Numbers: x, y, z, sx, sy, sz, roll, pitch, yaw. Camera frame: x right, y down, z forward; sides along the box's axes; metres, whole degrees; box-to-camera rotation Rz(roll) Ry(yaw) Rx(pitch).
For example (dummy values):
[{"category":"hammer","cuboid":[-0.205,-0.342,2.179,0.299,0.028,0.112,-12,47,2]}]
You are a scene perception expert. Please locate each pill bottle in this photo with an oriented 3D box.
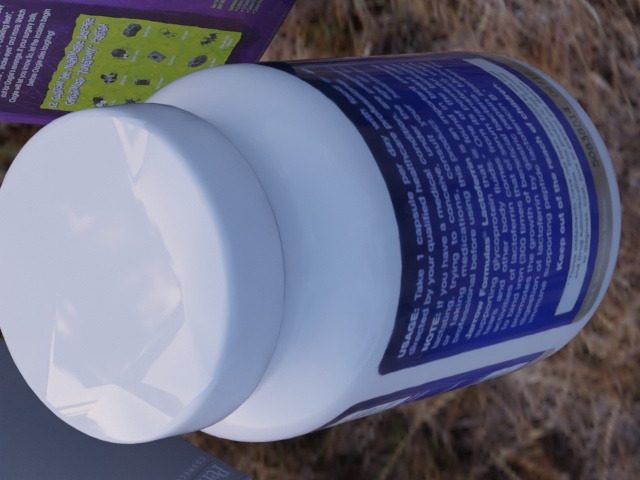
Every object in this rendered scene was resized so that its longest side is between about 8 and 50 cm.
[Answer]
[{"category":"pill bottle","cuboid":[0.000,0.000,0.807,0.153,0.265,0.153,6,99,37]}]

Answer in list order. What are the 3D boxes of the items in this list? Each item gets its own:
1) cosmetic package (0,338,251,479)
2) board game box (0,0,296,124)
[{"category":"cosmetic package","cuboid":[-0.167,0.118,0.902,0.238,0.127,0.107,24,119,13]},{"category":"board game box","cuboid":[-0.099,-0.144,0.808,0.208,0.056,0.347,1,157,-21]}]
